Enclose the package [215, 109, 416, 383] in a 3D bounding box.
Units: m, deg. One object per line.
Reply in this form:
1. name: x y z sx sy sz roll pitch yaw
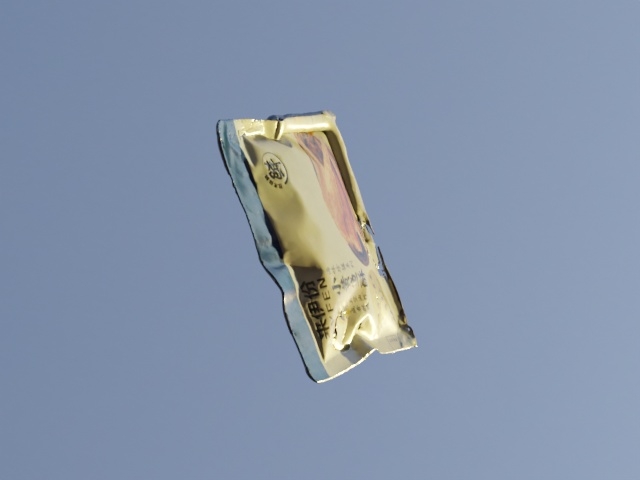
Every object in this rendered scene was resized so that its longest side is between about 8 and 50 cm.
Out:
1. package: 0.000 0.000 1.178 0.173 0.027 0.171 -14 -96 -67
